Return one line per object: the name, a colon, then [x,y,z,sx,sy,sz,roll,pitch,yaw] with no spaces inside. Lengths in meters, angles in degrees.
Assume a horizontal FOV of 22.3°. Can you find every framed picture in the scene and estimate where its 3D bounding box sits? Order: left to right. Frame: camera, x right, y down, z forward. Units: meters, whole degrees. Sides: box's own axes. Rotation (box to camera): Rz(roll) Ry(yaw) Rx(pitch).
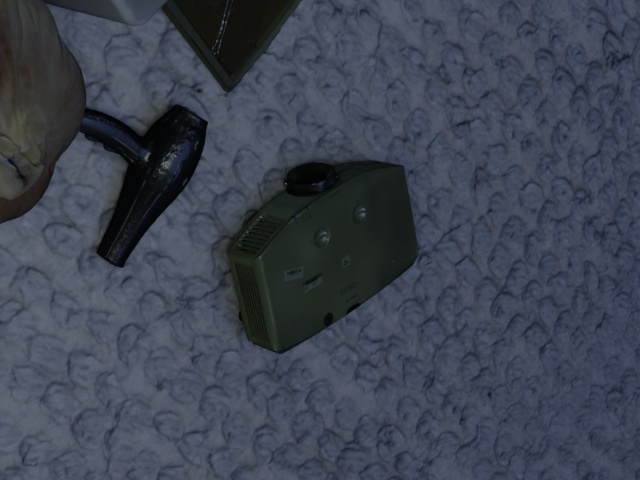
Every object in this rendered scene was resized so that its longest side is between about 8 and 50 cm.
framed picture: [-0.071,-0.359,1.880,0.315,0.024,0.232,-54,135,-18]

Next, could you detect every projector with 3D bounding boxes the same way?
projector: [0.000,0.000,2.036,0.269,0.088,0.193,-32,124,-35]

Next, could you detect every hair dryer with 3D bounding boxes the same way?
hair dryer: [-0.244,-0.091,1.788,0.219,0.075,0.195,30,92,-37]

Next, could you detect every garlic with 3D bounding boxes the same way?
garlic: [-0.374,-0.129,1.523,0.322,0.241,0.322,3,84,-34]

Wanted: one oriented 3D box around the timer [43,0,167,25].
timer: [-0.222,-0.350,1.601,0.194,0.195,0.192,-50,134,-19]
